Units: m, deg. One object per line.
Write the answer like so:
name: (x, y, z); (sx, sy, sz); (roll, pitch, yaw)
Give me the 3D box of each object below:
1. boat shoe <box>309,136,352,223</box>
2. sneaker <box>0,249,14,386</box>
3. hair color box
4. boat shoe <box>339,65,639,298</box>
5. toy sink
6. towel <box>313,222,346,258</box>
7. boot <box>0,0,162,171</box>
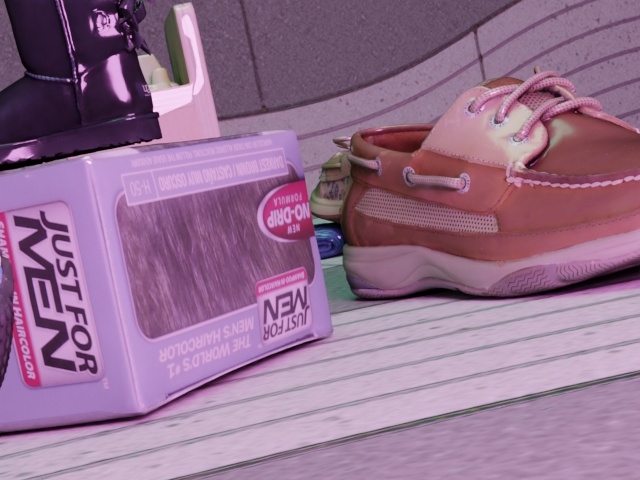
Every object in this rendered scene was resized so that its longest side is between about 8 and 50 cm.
boat shoe: (0.059, -0.053, 1.366); (0.104, 0.089, 0.285); (10, 2, -15)
sneaker: (-0.250, 0.014, 0.432); (0.330, 0.130, 0.147); (8, -11, 13)
hair color box: (-0.204, 0.034, 0.753); (0.374, 0.114, 0.185); (-9, 4, 27)
boat shoe: (0.107, -0.035, 0.815); (0.123, 0.116, 0.324); (-14, 4, -35)
toy sink: (-0.150, -0.062, 1.208); (0.131, 0.234, 0.153); (-12, 4, -9)
towel: (0.000, 0.000, 1.416); (0.067, 0.029, 0.119); (-10, 3, 13)
boot: (-0.131, -0.085, 0.666); (0.121, 0.099, 0.045); (-11, 2, 6)
